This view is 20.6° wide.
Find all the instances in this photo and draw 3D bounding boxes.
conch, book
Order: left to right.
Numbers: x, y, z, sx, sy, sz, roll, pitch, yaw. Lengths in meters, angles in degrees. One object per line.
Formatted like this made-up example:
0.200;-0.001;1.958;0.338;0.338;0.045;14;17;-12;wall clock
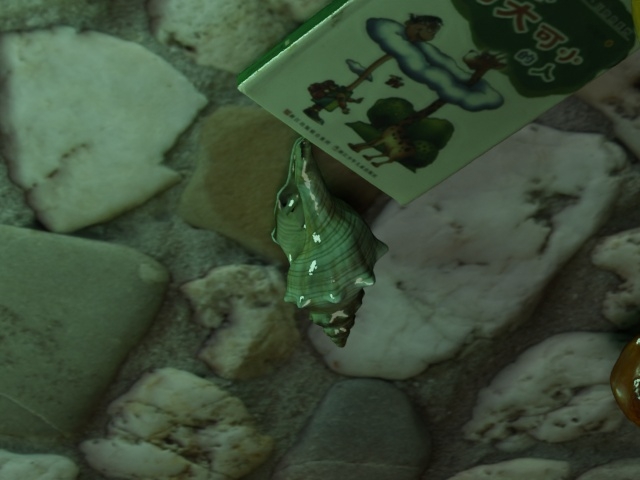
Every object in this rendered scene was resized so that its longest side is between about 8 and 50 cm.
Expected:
0.007;0.004;1.943;0.114;0.234;0.137;-8;179;-32;conch
0.134;-0.193;1.786;0.371;0.043;0.260;-35;130;29;book

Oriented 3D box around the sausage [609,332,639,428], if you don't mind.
0.480;0.189;2.163;0.268;0.153;0.141;23;131;-29;sausage

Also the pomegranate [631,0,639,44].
0.413;-0.233;1.622;0.264;0.264;0.264;-3;138;-3;pomegranate
